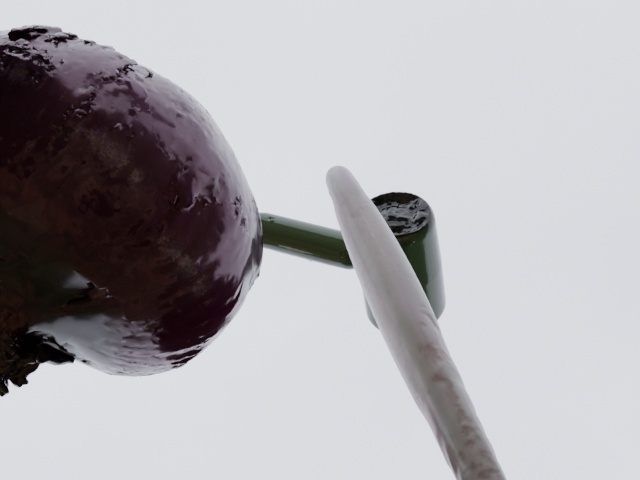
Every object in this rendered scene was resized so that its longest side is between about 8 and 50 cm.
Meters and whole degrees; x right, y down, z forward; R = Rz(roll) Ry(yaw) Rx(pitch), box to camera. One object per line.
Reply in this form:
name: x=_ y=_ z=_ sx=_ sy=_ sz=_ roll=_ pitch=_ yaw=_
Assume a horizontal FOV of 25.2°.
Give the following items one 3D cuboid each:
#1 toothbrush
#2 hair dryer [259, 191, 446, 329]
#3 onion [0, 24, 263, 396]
toothbrush: x=0.052 y=0.069 z=0.447 sx=0.029 sy=0.307 sz=0.025 roll=-25 pitch=-46 yaw=1
hair dryer: x=0.000 y=0.000 z=0.809 sx=0.150 sy=0.047 sz=0.071 roll=16 pitch=-46 yaw=29
onion: x=-0.075 y=-0.005 z=0.408 sx=0.115 sy=0.115 sz=0.104 roll=30 pitch=-113 yaw=-6
